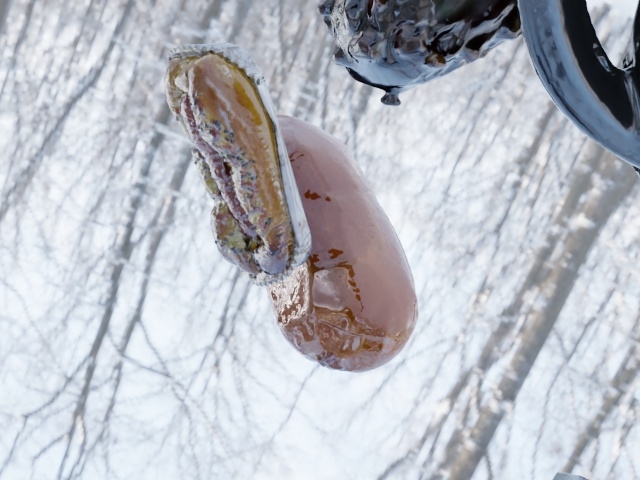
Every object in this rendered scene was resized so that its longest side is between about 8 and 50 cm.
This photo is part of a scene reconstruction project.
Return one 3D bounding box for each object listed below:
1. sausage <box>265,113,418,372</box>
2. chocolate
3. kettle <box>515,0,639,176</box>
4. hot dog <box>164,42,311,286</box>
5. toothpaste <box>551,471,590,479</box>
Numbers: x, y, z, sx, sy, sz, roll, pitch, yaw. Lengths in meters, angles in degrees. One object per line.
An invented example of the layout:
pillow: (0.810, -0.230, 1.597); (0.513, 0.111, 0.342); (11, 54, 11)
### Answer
sausage: (0.002, 0.000, 0.977); (0.133, 0.133, 0.258); (7, -133, -42)
chocolate: (0.051, -0.137, 0.540); (0.156, 0.133, 0.156); (38, 168, 10)
kettle: (0.222, -0.149, 0.441); (0.251, 0.271, 0.207); (16, -133, 18)
hot dog: (-0.062, -0.056, 0.810); (0.059, 0.191, 0.108); (-29, -162, -32)
toothpaste: (0.078, 0.196, 0.491); (0.067, 0.194, 0.043); (27, 158, 26)
